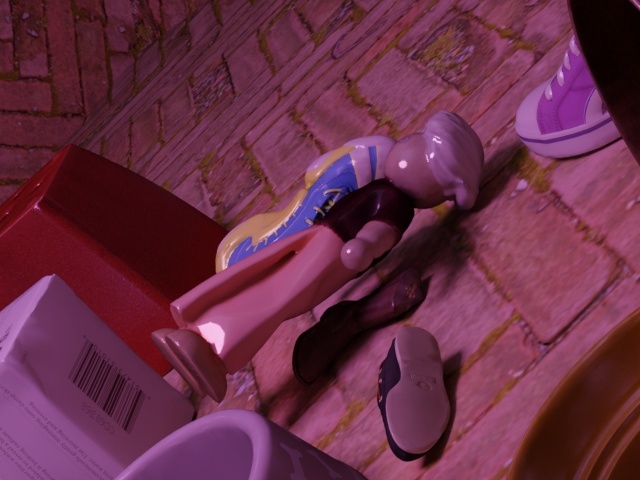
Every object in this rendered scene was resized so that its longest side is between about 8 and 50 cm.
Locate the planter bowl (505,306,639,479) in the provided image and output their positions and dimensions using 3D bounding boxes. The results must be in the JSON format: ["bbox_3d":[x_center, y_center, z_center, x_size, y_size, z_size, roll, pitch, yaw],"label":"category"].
[{"bbox_3d":[0.199,0.112,0.755,0.217,0.090,0.217,-39,18,15],"label":"planter bowl"}]

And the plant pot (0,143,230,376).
[{"bbox_3d":[-0.288,0.049,1.802,0.267,0.236,0.267,-39,18,19],"label":"plant pot"}]

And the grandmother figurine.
[{"bbox_3d":[0.013,0.004,1.354,0.342,0.104,0.208,-39,17,-15],"label":"grandmother figurine"}]

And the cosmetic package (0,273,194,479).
[{"bbox_3d":[-0.339,0.236,1.523,0.385,0.217,0.156,-34,20,27],"label":"cosmetic package"}]

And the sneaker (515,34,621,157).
[{"bbox_3d":[0.232,-0.175,1.240,0.282,0.161,0.102,-27,26,49],"label":"sneaker"}]

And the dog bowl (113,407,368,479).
[{"bbox_3d":[-0.117,0.268,1.115,0.349,0.102,0.349,-39,18,15],"label":"dog bowl"}]

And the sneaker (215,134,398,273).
[{"bbox_3d":[0.000,0.000,1.540,0.240,0.091,0.126,-38,36,20],"label":"sneaker"}]

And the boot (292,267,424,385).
[{"bbox_3d":[0.035,0.074,1.333,0.114,0.037,0.106,-23,26,41],"label":"boot"}]

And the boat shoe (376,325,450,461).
[{"bbox_3d":[0.067,0.120,1.138,0.133,0.049,0.042,-86,15,-56],"label":"boat shoe"}]

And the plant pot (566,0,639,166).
[{"bbox_3d":[0.305,-0.130,0.932,0.230,0.215,0.215,-31,17,-1],"label":"plant pot"}]
